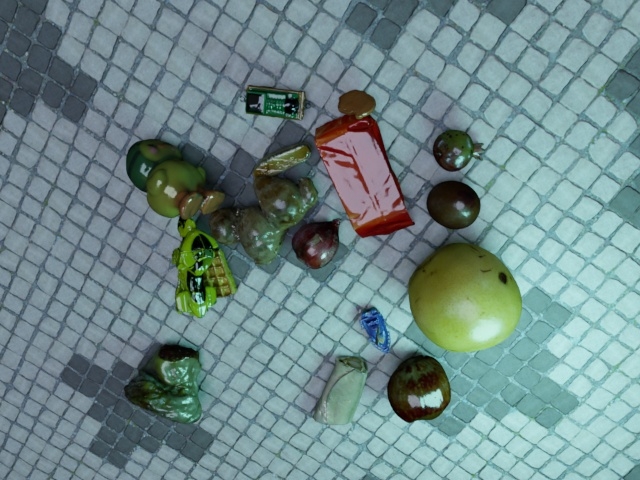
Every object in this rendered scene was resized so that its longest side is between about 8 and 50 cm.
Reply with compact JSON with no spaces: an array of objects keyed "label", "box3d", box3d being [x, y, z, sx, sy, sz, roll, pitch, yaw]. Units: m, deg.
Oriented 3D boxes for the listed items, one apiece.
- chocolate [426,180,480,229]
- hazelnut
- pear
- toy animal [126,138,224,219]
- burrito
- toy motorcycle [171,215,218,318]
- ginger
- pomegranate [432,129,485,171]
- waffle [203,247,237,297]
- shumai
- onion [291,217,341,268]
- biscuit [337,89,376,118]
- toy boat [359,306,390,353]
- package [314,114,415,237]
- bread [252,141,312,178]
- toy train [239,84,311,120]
[{"label":"chocolate","box3d":[0.417,-0.115,1.585,0.176,0.177,0.177,2,109,7]},{"label":"hazelnut","box3d":[0.346,0.511,1.778,0.218,0.233,0.218,23,123,40]},{"label":"pear","box3d":[0.438,0.178,1.594,0.347,0.348,0.349,2,109,7]},{"label":"toy animal","box3d":[-0.488,-0.183,1.647,0.338,0.216,0.191,41,119,17]},{"label":"burrito","box3d":[0.080,0.567,1.899,0.143,0.105,0.300,23,111,10]},{"label":"toy motorcycle","box3d":[-0.420,0.090,1.719,0.142,0.206,0.343,-6,108,-26]},{"label":"ginger","box3d":[-0.173,-0.081,1.680,0.375,0.176,0.256,-38,96,16]},{"label":"pomegranate","box3d":[0.418,-0.271,1.573,0.159,0.129,0.130,10,117,-43]},{"label":"waffle","box3d":[-0.406,0.107,1.833,0.160,0.055,0.211,-14,106,12]},{"label":"shumai","box3d":[-0.559,0.528,1.955,0.309,0.304,0.264,21,76,2]},{"label":"onion","box3d":[0.000,0.000,1.698,0.195,0.159,0.159,-43,99,-1]},{"label":"biscuit","box3d":[0.108,-0.417,1.562,0.102,0.130,0.019,-43,144,-14]},{"label":"toy boat","box3d":[0.198,0.331,1.799,0.091,0.110,0.175,-22,106,14]},{"label":"package","box3d":[0.140,-0.198,1.623,0.195,0.123,0.424,-20,103,16]},{"label":"bread","box3d":[-0.127,-0.263,1.673,0.214,0.053,0.073,-23,123,12]},{"label":"toy train","box3d":[-0.145,-0.422,1.579,0.227,0.136,0.091,10,110,7]}]
